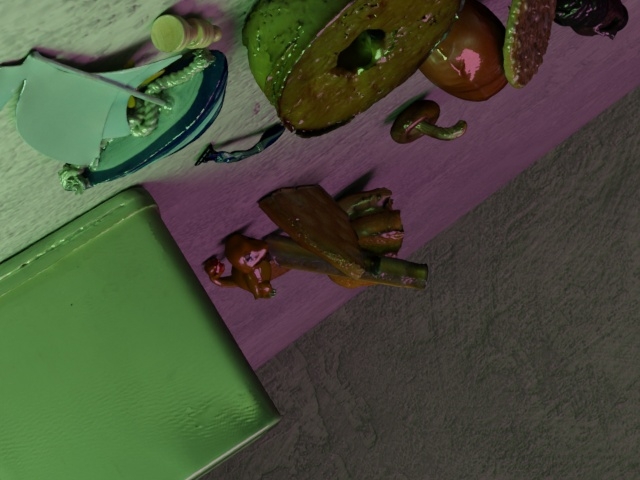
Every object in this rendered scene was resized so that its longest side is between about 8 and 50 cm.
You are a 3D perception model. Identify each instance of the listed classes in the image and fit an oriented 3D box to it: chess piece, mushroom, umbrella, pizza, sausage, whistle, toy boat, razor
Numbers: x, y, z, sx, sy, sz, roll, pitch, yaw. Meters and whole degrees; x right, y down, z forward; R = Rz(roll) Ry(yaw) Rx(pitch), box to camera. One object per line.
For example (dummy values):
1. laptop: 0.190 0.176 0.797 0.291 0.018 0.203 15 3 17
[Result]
1. chess piece: -0.119 -0.194 1.048 0.035 0.035 0.092 -39 173 26
2. mushroom: 0.182 -0.199 1.868 0.130 0.072 0.088 -2 161 14
3. umbrella: 0.441 -0.380 1.832 0.326 0.094 0.090 -10 110 -63
4. pizza: -0.001 -0.005 1.899 0.080 0.204 0.188 -50 171 22
5. sausage: 0.196 -0.255 1.509 0.133 0.133 0.258 -36 168 13
6. whistle: 0.046 0.045 2.147 0.327 0.057 0.068 9 144 -9
7. toy boat: -0.207 -0.119 1.047 0.220 0.067 0.291 -36 167 17
8. razor: -0.097 -0.123 1.477 0.155 0.028 0.044 -24 166 -43

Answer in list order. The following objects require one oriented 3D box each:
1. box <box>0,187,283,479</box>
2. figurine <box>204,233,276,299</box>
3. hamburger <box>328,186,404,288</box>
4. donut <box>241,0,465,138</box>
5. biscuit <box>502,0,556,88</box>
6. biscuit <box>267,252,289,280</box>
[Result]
1. box: -0.277 0.174 1.401 0.352 0.343 0.177 -32 173 -12
2. figurine: -0.147 0.042 1.990 0.122 0.121 0.176 -7 155 0
3. hamburger: 0.069 -0.011 2.240 0.157 0.143 0.283 -4 150 -10
4. donut: 0.026 -0.228 1.175 0.272 0.107 0.272 -35 166 -10
5. biscuit: 0.281 -0.306 1.476 0.220 0.033 0.219 15 90 -70
6. biscuit: -0.097 0.050 2.313 0.145 0.033 0.224 -33 170 6
